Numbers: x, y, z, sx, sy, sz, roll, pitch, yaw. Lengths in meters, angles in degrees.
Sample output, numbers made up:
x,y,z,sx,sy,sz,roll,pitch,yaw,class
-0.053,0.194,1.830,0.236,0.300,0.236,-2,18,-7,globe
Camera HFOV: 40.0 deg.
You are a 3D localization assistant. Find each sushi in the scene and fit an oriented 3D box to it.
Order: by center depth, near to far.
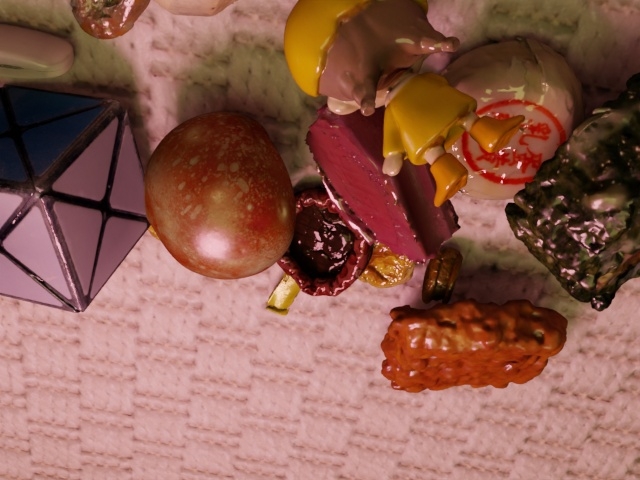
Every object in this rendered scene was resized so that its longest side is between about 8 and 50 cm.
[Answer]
x,y,z,sx,sy,sz,roll,pitch,yaw,class
0.441,-0.082,1.250,0.352,0.178,0.294,-46,152,13,sushi

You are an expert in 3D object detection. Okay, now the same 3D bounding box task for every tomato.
x,y,z,sx,sy,sz,roll,pitch,yaw,class
-0.165,-0.064,1.389,0.222,0.270,0.270,-12,132,-13,tomato

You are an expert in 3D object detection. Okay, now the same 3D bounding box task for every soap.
x,y,z,sx,sy,sz,roll,pitch,yaw,class
0.087,-0.113,1.374,0.182,0.112,0.289,15,141,47,soap

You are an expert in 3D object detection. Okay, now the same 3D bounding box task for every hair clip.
x,y,z,sx,sy,sz,roll,pitch,yaw,class
-0.042,0.065,1.640,0.072,0.046,0.173,21,121,-13,hair clip

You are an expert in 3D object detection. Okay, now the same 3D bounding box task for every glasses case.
x,y,z,sx,sy,sz,roll,pitch,yaw,class
-0.499,-0.295,1.355,0.233,0.092,0.059,7,129,-1,glasses case

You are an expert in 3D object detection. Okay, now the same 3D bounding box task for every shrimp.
x,y,z,sx,sy,sz,roll,pitch,yaw,class
-0.298,-0.368,1.300,0.190,0.042,0.101,-32,113,31,shrimp

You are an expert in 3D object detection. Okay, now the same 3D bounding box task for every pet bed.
x,y,z,sx,sy,sz,roll,pitch,yaw,class
0.000,0.000,1.540,0.201,0.053,0.201,6,109,16,pet bed

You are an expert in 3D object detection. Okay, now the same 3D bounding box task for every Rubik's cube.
x,y,z,sx,sy,sz,roll,pitch,yaw,class
-0.446,-0.068,1.402,0.260,0.259,0.255,12,135,21,Rubik's cube

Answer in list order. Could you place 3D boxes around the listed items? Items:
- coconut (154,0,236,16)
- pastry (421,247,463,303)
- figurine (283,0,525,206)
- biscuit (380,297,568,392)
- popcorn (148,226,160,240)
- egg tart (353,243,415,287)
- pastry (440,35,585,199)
x,y,z,sx,sy,sz,roll,pitch,yaw,class
-0.171,-0.424,1.109,0.247,0.245,0.245,43,125,-4,coconut
0.218,0.065,1.575,0.057,0.097,0.109,16,89,1,pastry
0.106,-0.228,1.213,0.344,0.215,0.187,46,165,10,figurine
0.274,0.196,1.625,0.317,0.111,0.312,-1,154,-4,biscuit
-0.294,-0.031,1.566,0.084,0.084,0.084,4,131,4,popcorn
0.109,0.033,1.589,0.130,0.052,0.130,2,131,3,egg tart
0.276,-0.177,1.337,0.264,0.133,0.265,6,132,7,pastry
